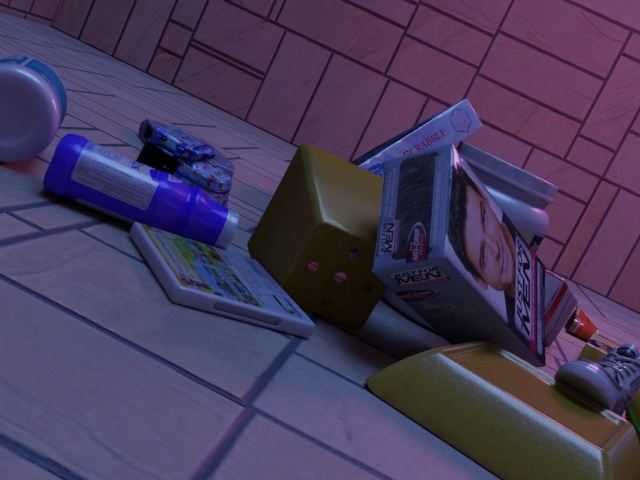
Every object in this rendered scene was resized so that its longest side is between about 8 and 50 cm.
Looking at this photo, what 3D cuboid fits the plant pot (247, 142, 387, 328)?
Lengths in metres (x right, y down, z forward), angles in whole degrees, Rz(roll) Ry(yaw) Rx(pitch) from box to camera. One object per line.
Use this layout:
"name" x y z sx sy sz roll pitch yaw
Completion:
"plant pot" 0.024 0.012 1.288 0.212 0.212 0.187 23 24 -16

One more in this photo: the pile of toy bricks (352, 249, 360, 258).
"pile of toy bricks" 0.176 0.027 1.816 0.212 0.105 0.118 20 11 -30

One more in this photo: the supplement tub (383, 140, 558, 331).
"supplement tub" 0.277 0.002 1.556 0.236 0.324 0.235 25 10 -5

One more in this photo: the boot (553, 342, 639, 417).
"boot" 0.427 0.200 1.249 0.095 0.123 0.258 31 -11 30

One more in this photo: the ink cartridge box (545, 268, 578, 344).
"ink cartridge box" 0.413 0.106 1.791 0.226 0.131 0.306 31 -1 26

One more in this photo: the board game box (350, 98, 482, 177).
"board game box" 0.096 -0.130 1.579 0.065 0.318 0.319 59 -31 -5

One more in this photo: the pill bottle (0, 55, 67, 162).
"pill bottle" -0.483 -0.218 1.333 0.146 0.146 0.264 23 10 -17

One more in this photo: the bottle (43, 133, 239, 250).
"bottle" -0.262 -0.065 1.243 0.283 0.092 0.118 23 7 -14

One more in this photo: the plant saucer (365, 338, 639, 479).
"plant saucer" 0.268 0.226 1.093 0.333 0.080 0.333 30 10 25

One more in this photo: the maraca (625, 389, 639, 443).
"maraca" 0.549 0.310 1.320 0.127 0.099 0.185 12 38 -15

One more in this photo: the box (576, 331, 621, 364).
"box" 0.635 0.261 1.884 0.087 0.058 0.232 29 10 18

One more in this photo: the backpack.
"backpack" -0.241 -0.125 1.550 0.173 0.116 0.158 30 11 6

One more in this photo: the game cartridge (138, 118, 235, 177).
"game cartridge" -0.312 -0.207 1.983 0.196 0.060 0.294 17 13 -27

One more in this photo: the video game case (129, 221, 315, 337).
"video game case" -0.139 0.052 1.142 0.206 0.026 0.227 19 12 -32

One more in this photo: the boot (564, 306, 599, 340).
"boot" 0.705 0.231 2.236 0.085 0.059 0.158 30 19 8

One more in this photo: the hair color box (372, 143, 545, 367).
"hair color box" 0.222 0.042 1.251 0.114 0.185 0.374 -12 -35 32
